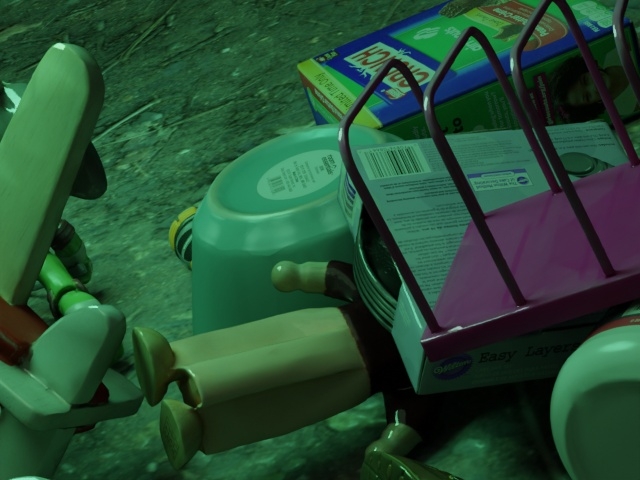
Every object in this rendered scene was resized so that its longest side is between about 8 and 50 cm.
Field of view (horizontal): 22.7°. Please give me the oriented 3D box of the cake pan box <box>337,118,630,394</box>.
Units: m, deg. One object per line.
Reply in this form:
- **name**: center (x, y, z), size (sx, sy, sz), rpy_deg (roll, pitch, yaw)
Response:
- **cake pan box**: center (0.162, 0.008, 1.339), size (0.267, 0.070, 0.245), rpy_deg (-7, 43, -16)

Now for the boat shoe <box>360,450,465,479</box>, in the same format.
- **boat shoe**: center (0.094, 0.207, 1.192), size (0.060, 0.064, 0.178), rpy_deg (1, 14, -34)

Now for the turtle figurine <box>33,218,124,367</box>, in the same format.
- **turtle figurine**: center (-0.324, 0.060, 1.663), size (0.274, 0.198, 0.266), rpy_deg (-48, 48, 15)

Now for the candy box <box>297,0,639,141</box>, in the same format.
- **candy box**: center (0.162, -0.174, 1.788), size (0.317, 0.122, 0.268), rpy_deg (-25, 27, -7)

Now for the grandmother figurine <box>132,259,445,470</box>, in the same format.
- **grandmother figurine**: center (0.028, 0.096, 1.338), size (0.342, 0.207, 0.104), rpy_deg (-17, -16, -19)

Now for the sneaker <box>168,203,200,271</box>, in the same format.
- **sneaker**: center (-0.058, -0.023, 1.705), size (0.215, 0.084, 0.083), rpy_deg (-30, 27, 3)

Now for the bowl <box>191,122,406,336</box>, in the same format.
- **bowl**: center (0.000, 0.000, 1.525), size (0.312, 0.163, 0.311), rpy_deg (-16, 28, 9)

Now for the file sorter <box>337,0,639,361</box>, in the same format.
- **file sorter**: center (0.186, -0.077, 1.125), size (0.291, 0.182, 0.202), rpy_deg (-20, 19, 25)

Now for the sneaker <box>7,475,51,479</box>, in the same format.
- **sneaker**: center (-0.112, 0.291, 1.112), size (0.321, 0.127, 0.126), rpy_deg (34, 61, 29)

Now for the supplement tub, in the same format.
- **supplement tub**: center (0.303, 0.079, 1.134), size (0.191, 0.191, 0.272), rpy_deg (5, 35, 40)

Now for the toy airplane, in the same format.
- **toy airplane**: center (-0.318, 0.048, 1.410), size (0.386, 0.384, 0.272), rpy_deg (-15, 8, 14)
